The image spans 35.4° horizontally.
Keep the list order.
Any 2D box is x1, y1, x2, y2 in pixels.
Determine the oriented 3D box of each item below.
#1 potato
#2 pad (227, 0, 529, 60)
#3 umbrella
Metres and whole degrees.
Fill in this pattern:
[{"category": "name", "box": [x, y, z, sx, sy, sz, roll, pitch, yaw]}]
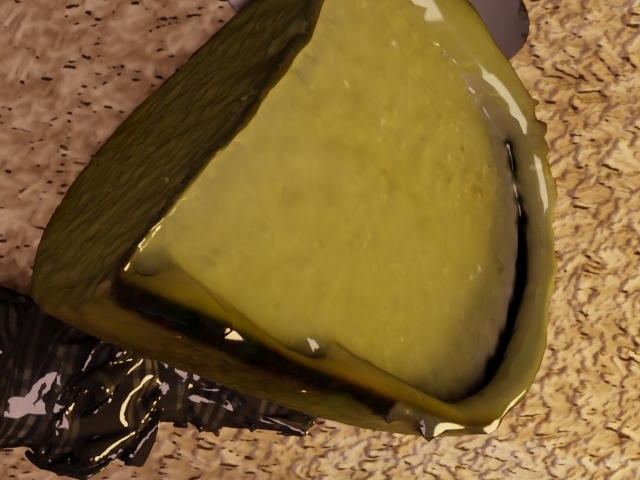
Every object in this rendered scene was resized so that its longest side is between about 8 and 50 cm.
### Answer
[{"category": "potato", "box": [0.000, 0.000, 0.685, 0.280, 0.213, 0.330, 42, 59, -22]}, {"category": "pad", "box": [0.022, -0.204, 0.732, 0.181, 0.004, 0.267, -37, 108, 2]}, {"category": "umbrella", "box": [-0.094, 0.106, 0.726, 0.337, 0.154, 0.128, 12, 143, -11]}]
